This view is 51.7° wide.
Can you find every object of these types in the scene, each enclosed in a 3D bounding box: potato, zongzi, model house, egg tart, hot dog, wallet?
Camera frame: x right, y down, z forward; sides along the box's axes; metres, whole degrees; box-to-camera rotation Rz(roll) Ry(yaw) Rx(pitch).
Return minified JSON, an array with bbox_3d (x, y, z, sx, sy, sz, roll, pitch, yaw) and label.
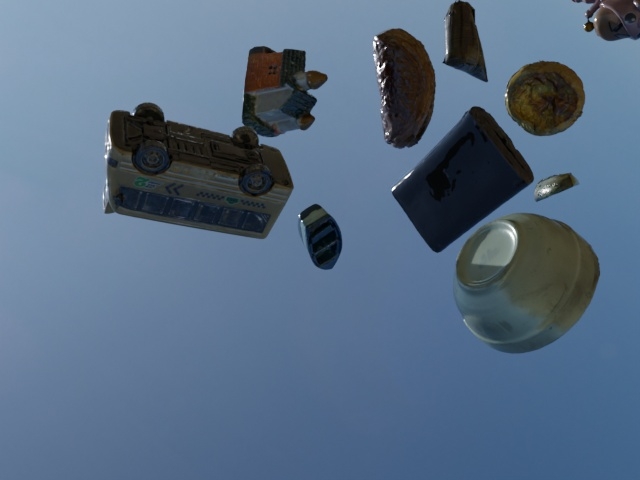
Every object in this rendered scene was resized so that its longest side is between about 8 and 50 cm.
[{"bbox_3d":[0.620,-0.148,1.742,0.198,0.119,0.054,-6,-105,-76],"label":"potato"},{"bbox_3d":[0.396,-0.527,1.737,0.184,0.084,0.187,7,-96,-47],"label":"zongzi"},{"bbox_3d":[-0.083,-0.473,2.079,0.190,0.300,0.272,17,-104,-53],"label":"model house"},{"bbox_3d":[0.684,-0.438,2.018,0.241,0.241,0.106,39,-144,-1],"label":"egg tart"},{"bbox_3d":[0.274,-0.495,2.157,0.174,0.388,0.267,-9,-164,-2],"label":"hot dog"},{"bbox_3d":[0.345,-0.142,1.681,0.062,0.406,0.228,-32,-98,-32],"label":"wallet"}]

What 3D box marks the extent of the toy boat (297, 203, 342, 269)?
[{"bbox_3d":[0.000,0.000,1.688,0.096,0.299,0.062,-34,-114,-9],"label":"toy boat"}]

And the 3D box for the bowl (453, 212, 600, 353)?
[{"bbox_3d":[0.398,0.068,1.379,0.163,0.307,0.307,34,-146,-27],"label":"bowl"}]

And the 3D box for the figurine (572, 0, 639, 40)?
[{"bbox_3d":[0.885,-0.687,1.984,0.176,0.186,0.287,22,-150,-38],"label":"figurine"}]

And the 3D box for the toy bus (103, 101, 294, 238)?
[{"bbox_3d":[-0.253,-0.127,1.325,0.365,0.202,0.177,11,-145,-25],"label":"toy bus"}]
